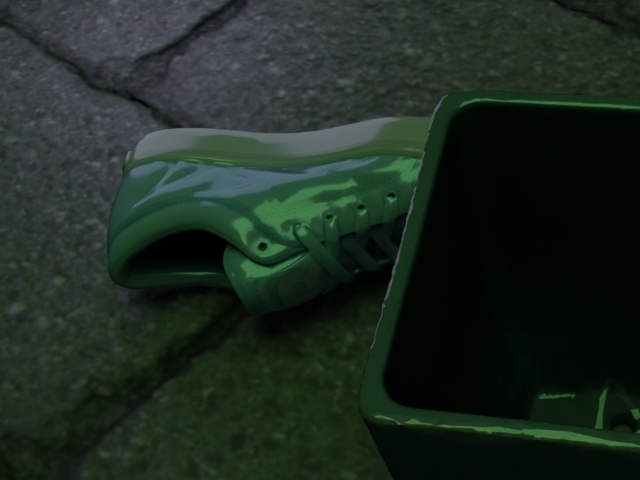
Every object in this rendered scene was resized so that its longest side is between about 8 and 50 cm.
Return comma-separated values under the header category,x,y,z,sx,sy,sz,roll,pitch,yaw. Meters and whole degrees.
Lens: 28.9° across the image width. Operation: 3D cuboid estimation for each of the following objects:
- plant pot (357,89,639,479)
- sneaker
category,x,y,z,sx,sy,sz,roll,pitch,yaw
plant pot,0.184,0.087,0.759,0.247,0.252,0.248,4,50,17
sneaker,0.000,0.000,0.974,0.365,0.135,0.150,-1,56,23
